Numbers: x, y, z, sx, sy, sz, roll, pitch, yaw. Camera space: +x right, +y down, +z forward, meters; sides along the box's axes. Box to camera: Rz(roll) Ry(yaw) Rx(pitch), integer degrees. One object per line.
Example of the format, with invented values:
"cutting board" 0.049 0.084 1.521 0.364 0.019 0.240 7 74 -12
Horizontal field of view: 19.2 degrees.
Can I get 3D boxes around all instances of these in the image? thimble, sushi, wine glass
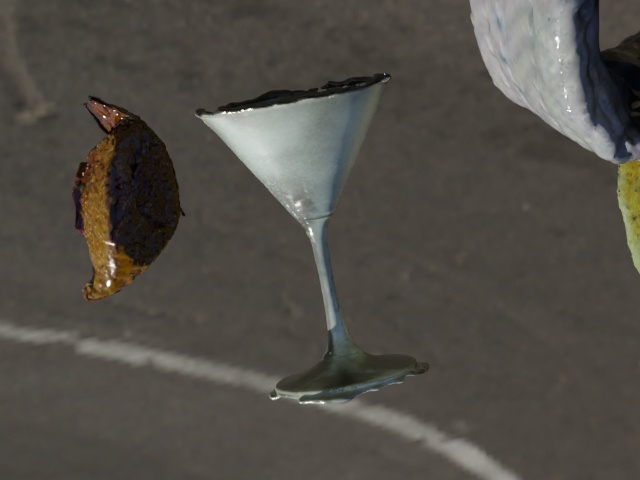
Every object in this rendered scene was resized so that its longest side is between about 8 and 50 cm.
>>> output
"thimble" 0.216 -0.177 1.254 0.217 0.245 0.157 7 -162 -22
"sushi" -0.096 -0.018 0.915 0.047 0.099 0.050 8 -179 43
"wine glass" 0.000 0.000 1.422 0.156 0.232 0.156 -11 -173 1

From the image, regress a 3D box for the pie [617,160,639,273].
"pie" 0.327 -0.067 1.464 0.078 0.277 0.277 2 156 -32
